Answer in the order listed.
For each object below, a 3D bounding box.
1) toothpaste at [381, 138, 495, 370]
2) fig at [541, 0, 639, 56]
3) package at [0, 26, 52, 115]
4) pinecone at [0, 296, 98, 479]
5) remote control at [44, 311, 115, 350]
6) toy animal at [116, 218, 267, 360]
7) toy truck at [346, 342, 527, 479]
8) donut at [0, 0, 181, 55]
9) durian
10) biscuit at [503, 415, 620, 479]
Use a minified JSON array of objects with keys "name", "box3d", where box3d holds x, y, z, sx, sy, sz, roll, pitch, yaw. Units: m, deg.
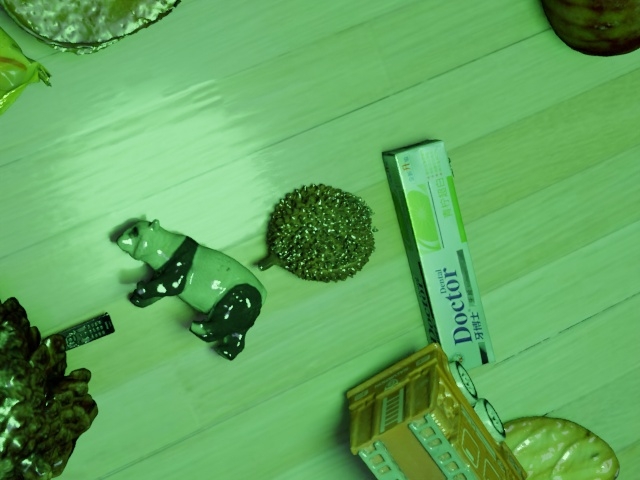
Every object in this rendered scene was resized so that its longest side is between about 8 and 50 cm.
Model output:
[{"name":"toothpaste","box3d":[0.173,0.025,1.636,0.081,0.067,0.336,-17,100,-13]},{"name":"fig","box3d":[0.409,-0.382,1.611,0.235,0.214,0.235,6,81,-42]},{"name":"package","box3d":[-0.455,-0.239,1.394,0.168,0.090,0.226,-42,103,-12]},{"name":"pinecone","box3d":[-0.439,0.197,1.357,0.298,0.242,0.296,-35,90,-44]},{"name":"remote control","box3d":[-0.321,0.125,1.510,0.091,0.016,0.034,-22,117,-15]},{"name":"toy animal","box3d":[-0.175,0.057,1.512,0.225,0.094,0.121,32,75,-9]},{"name":"toy truck","box3d":[0.198,0.358,1.572,0.173,0.207,0.387,-32,104,15]},{"name":"donut","box3d":[-0.291,-0.365,1.434,0.272,0.107,0.272,-1,94,-13]},{"name":"durian","box3d":[0.000,0.000,1.563,0.188,0.091,0.148,-24,102,-13]},{"name":"biscuit","box3d":[0.342,0.365,1.737,0.260,0.041,0.203,-7,94,-18]}]
